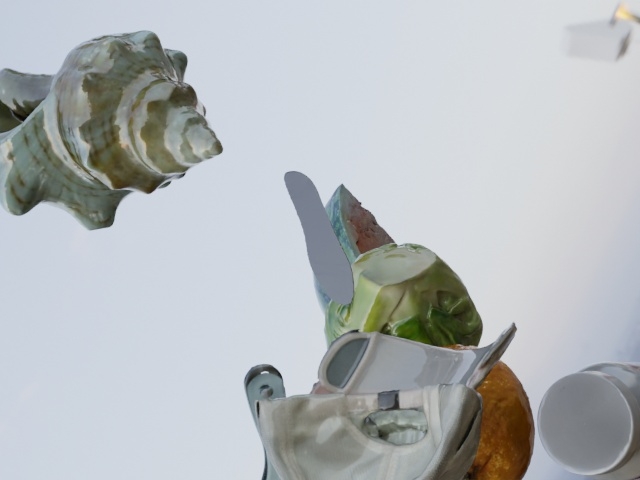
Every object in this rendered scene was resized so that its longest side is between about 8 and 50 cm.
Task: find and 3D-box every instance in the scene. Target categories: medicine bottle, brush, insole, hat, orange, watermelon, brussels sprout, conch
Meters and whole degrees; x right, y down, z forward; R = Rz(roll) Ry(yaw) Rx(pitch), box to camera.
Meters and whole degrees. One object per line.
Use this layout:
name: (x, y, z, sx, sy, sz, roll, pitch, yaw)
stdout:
medicine bottle: (0.343, 0.200, 1.220, 0.250, 0.131, 0.131, 11, -74, -53)
brush: (-0.047, 0.292, 1.306, 0.060, 0.068, 0.296, 97, 164, -62)
insole: (0.000, 0.000, 0.977, 0.002, 0.053, 0.152, -45, -51, -33)
hat: (0.081, 0.165, 1.013, 0.226, 0.220, 0.164, -4, -92, -54)
orange: (0.148, 0.212, 1.214, 0.193, 0.193, 0.161, -65, 15, 9)
watermelon: (0.076, 0.082, 1.801, 0.260, 0.176, 0.256, -94, -1, -47)
brussels sprout: (0.102, 0.108, 1.422, 0.223, 0.161, 0.223, -9, -67, -21)
conch: (-0.226, -0.094, 1.027, 0.203, 0.386, 0.169, -36, -68, -39)
